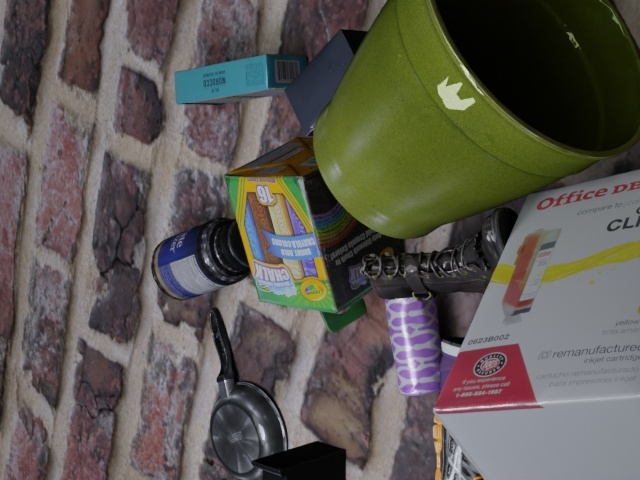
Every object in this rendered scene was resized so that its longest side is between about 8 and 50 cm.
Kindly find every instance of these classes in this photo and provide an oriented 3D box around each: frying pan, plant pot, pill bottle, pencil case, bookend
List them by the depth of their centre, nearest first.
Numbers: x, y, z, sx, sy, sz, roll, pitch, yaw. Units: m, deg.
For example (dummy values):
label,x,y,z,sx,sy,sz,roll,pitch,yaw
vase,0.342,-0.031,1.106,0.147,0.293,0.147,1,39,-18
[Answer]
label,x,y,z,sx,sy,sz,roll,pitch,yaw
plant pot,0.177,-0.182,1.595,0.353,0.367,0.366,-39,68,44
pencil case,0.150,0.139,1.850,0.086,0.088,0.206,176,87,-66
bookend,-0.036,0.437,2.024,0.072,0.156,0.157,8,102,44
pill bottle,-0.196,0.029,2.154,0.219,0.123,0.122,-20,81,44
frying pan,-0.143,0.296,2.194,0.197,0.053,0.326,5,102,44

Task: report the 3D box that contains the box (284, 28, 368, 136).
label,x,y,z,sx,sy,sz,roll,pitch,yaw
box,0.059,-0.239,1.837,0.156,0.158,0.093,-42,64,39

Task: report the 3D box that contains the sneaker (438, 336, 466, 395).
label,x,y,z,sx,sy,sz,roll,pitch,yaw
sneaker,0.283,0.227,1.713,0.283,0.107,0.124,15,99,52

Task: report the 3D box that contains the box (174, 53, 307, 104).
label,x,y,z,sx,sy,sz,roll,pitch,yaw
box,-0.139,-0.277,2.073,0.244,0.101,0.060,-2,93,45

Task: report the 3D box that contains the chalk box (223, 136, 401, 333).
label,x,y,z,sx,sy,sz,roll,pitch,yaw
chalk box,0.000,0.000,1.889,0.179,0.180,0.288,7,117,44

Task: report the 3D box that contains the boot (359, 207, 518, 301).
label,x,y,z,sx,sy,sz,roll,pitch,yaw
boot,0.167,0.036,1.670,0.229,0.263,0.091,-2,66,12

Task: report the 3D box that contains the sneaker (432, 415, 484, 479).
label,x,y,z,sx,sy,sz,roll,pitch,yaw
sneaker,0.223,0.356,1.810,0.083,0.084,0.214,-6,90,40

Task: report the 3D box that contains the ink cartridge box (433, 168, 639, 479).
label,x,y,z,sx,sy,sz,roll,pitch,yaw
ink cartridge box,0.340,0.096,1.426,0.279,0.384,0.160,-12,126,41
